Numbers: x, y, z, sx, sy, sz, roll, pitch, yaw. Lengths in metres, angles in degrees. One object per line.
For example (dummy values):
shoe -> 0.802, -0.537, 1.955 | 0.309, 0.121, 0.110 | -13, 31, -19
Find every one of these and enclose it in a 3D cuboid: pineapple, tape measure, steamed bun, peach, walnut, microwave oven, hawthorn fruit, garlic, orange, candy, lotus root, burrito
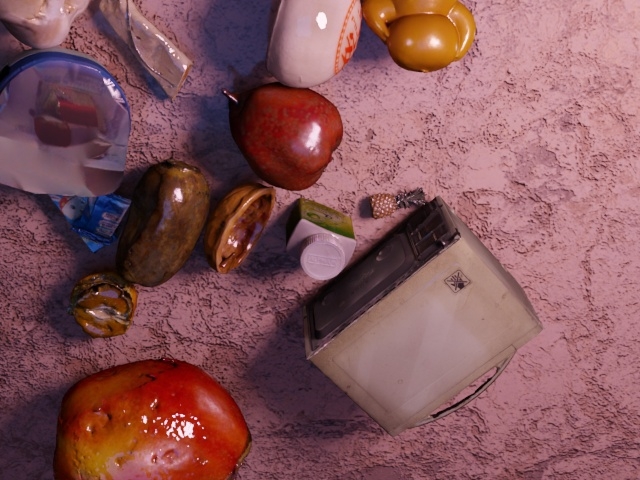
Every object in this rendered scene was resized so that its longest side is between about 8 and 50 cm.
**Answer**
pineapple -> 0.166, -0.078, 1.688 | 0.125, 0.058, 0.058 | -9, 115, 1
tape measure -> -0.493, -0.225, 1.504 | 0.259, 0.138, 0.262 | 8, 105, -30
steamed bun -> -0.002, -0.379, 1.439 | 0.145, 0.232, 0.231 | 19, 113, -1
peach -> -0.362, 0.435, 1.747 | 0.417, 0.339, 0.352 | 10, 115, -12
walnut -> -0.178, -0.040, 1.654 | 0.087, 0.167, 0.211 | 34, 101, 19
microwave oven -> 0.206, 0.160, 1.695 | 0.394, 0.247, 0.333 | -40, 110, 14
hawthorn fruit -> -0.079, -0.218, 1.533 | 0.248, 0.208, 0.208 | 34, 109, -7
garlic -> -0.488, -0.478, 1.402 | 0.203, 0.185, 0.280 | 6, 101, 42
orange -> -0.458, 0.128, 1.724 | 0.170, 0.112, 0.160 | -5, 129, 25
candy -> -0.442, -0.050, 1.617 | 0.088, 0.038, 0.136 | 26, 127, -12
lotus root -> -0.313, -0.034, 1.625 | 0.152, 0.160, 0.274 | 16, 113, -21
burrito -> -0.324, -0.373, 1.524 | 0.087, 0.060, 0.226 | -34, 113, 18

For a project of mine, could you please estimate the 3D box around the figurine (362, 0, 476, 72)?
figurine -> 0.176, -0.425, 1.447 | 0.215, 0.215, 0.228 | 1, 115, -3

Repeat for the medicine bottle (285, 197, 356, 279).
medicine bottle -> 0.000, 0.000, 1.642 | 0.132, 0.188, 0.088 | 23, 112, -13

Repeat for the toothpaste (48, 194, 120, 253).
toothpaste -> -0.513, -0.098, 1.648 | 0.065, 0.050, 0.266 | -28, 113, 9
